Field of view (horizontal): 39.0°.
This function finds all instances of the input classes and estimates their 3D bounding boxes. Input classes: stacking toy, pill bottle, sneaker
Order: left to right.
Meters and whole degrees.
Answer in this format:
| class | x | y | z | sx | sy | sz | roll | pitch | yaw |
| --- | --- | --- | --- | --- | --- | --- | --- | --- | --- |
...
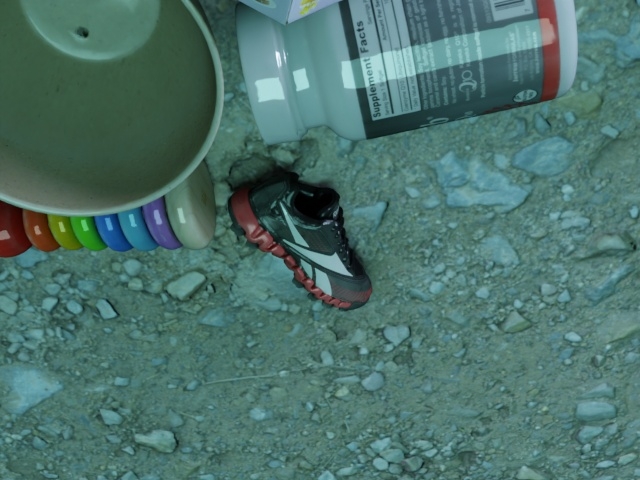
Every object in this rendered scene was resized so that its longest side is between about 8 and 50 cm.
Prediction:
| class | x | y | z | sx | sy | sz | roll | pitch | yaw |
| --- | --- | --- | --- | --- | --- | --- | --- | --- | --- |
| stacking toy | -0.317 | -0.035 | 1.242 | 0.330 | 0.141 | 0.141 | -8 | 129 | 10 |
| sneaker | 0.000 | 0.000 | 1.304 | 0.135 | 0.098 | 0.276 | -34 | 122 | 23 |
| pill bottle | 0.096 | -0.233 | 1.056 | 0.363 | 0.210 | 0.210 | -11 | 129 | 5 |

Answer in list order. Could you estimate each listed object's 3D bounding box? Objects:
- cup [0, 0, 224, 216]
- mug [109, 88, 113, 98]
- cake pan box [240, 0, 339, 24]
| class | x | y | z | sx | sy | sz | roll | pitch | yaw |
| --- | --- | --- | --- | --- | --- | --- | --- | --- | --- |
| cup | -0.271 | -0.227 | 1.013 | 0.331 | 0.237 | 0.331 | -2 | 128 | -3 |
| mug | -0.283 | -0.176 | 1.176 | 0.064 | 0.078 | 0.062 | -11 | 162 | 15 |
| cake pan box | -0.068 | -0.323 | 0.891 | 0.267 | 0.246 | 0.070 | 31 | 126 | 15 |
